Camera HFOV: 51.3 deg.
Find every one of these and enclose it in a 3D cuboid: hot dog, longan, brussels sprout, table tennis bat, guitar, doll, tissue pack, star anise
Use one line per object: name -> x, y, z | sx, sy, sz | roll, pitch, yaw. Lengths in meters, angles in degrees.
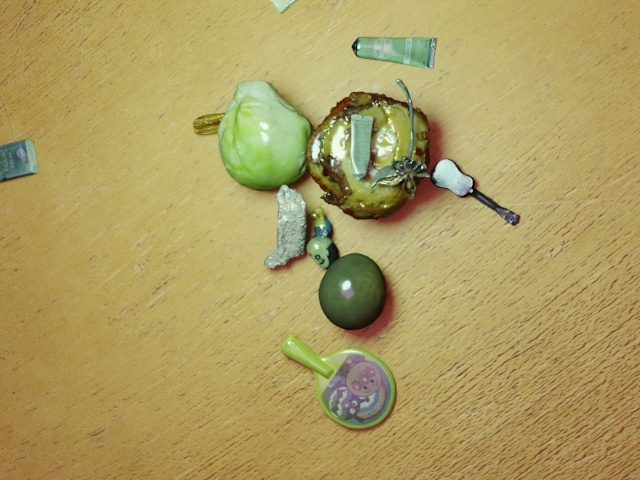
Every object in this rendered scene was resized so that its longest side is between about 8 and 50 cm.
hot dog -> -0.315, -0.354, 2.004 | 0.144, 0.038, 0.062 | -9, 86, 13
longan -> 0.090, 0.142, 1.832 | 0.198, 0.198, 0.213 | 20, 95, 14
brussels sprout -> -0.147, -0.281, 1.854 | 0.273, 0.242, 0.317 | 31, 123, 34
table tennis bat -> 0.044, 0.388, 1.915 | 0.368, 0.054, 0.224 | 33, 98, 8
guitar -> 0.423, -0.125, 1.813 | 0.271, 0.038, 0.084 | 36, 101, 12
doll -> 0.000, 0.000, 1.905 | 0.088, 0.102, 0.179 | -15, 85, -24
tissue pack -> -1.009, -0.258, 2.182 | 0.156, 0.051, 0.113 | -12, 89, 14
star anise -> 0.198, -0.249, 1.683 | 0.148, 0.218, 0.228 | -3, 57, 14

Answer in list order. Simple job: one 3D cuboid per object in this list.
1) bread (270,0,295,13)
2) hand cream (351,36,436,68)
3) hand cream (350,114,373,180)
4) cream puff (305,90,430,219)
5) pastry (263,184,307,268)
bread -> -0.134, -0.742, 1.955 | 0.068, 0.028, 0.154 | -39, 82, 12
hand cream -> 0.201, -0.533, 1.860 | 0.235, 0.055, 0.087 | 7, 96, 7
hand cream -> 0.100, -0.230, 1.661 | 0.057, 0.037, 0.165 | 3, 89, -11
cream puff -> 0.120, -0.230, 1.790 | 0.350, 0.228, 0.351 | -2, 97, -14
pastry -> -0.087, -0.030, 1.882 | 0.112, 0.103, 0.265 | 9, 130, -7
